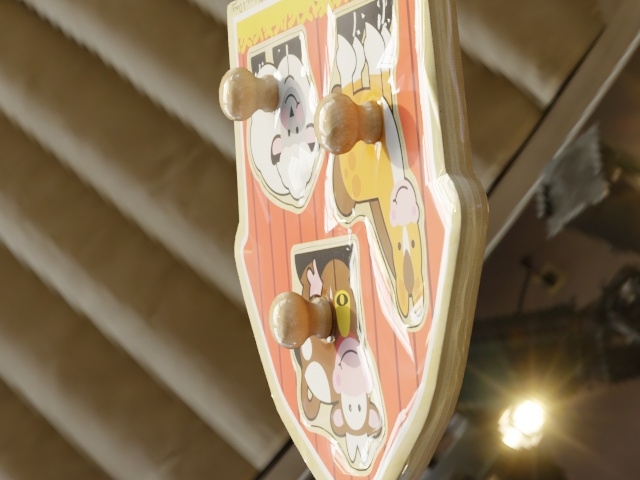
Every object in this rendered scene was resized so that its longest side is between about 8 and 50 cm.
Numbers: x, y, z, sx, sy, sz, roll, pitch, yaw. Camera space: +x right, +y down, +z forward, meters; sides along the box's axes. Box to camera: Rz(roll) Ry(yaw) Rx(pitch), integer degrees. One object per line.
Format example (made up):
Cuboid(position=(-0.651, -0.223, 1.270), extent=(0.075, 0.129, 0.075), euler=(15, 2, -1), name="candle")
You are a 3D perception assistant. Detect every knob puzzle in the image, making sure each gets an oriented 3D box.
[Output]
Cuboid(position=(0.000, 0.000, 0.659), extent=(0.213, 0.030, 0.213), euler=(177, -90, -67), name="knob puzzle")
